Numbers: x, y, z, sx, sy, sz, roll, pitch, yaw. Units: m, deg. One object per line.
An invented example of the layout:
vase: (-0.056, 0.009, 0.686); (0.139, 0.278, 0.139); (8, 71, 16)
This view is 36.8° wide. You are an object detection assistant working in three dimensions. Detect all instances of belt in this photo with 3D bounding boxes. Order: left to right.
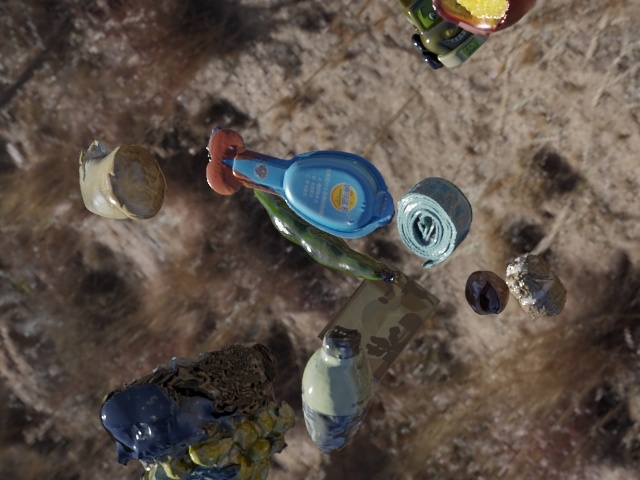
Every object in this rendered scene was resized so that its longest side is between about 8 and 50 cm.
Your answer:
belt: (0.215, -0.041, 1.816); (0.147, 0.082, 0.163); (51, 146, -2)

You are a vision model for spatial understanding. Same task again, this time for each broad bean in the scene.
broad bean: (0.000, 0.001, 1.394); (0.298, 0.043, 0.060); (34, 136, 31)

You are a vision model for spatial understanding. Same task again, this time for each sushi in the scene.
sushi: (-0.241, 0.382, 1.902); (0.329, 0.328, 0.285); (9, -124, -64)

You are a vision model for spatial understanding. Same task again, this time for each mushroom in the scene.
mushroom: (-0.311, -0.093, 1.474); (0.351, 0.095, 0.122); (-161, 69, -65)

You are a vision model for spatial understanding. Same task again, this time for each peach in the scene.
peach: (0.259, -0.431, 1.542); (0.226, 0.196, 0.189); (-16, -102, -60)

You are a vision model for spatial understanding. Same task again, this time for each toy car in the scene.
toy car: (0.273, -0.546, 2.273); (0.198, 0.204, 0.247); (34, -159, -37)

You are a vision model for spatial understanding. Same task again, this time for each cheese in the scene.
cheese: (-0.028, -0.072, 1.179); (0.256, 0.106, 0.037); (18, -160, 17)

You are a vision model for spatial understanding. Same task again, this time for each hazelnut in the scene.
hazelnut: (0.286, 0.088, 1.653); (0.086, 0.086, 0.086); (40, 163, 15)

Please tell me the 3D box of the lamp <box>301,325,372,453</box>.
lamp: (0.022, 0.215, 1.344); (0.101, 0.101, 0.250); (34, 138, 32)

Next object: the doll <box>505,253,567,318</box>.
doll: (0.490, 0.117, 2.154); (0.115, 0.105, 0.221); (39, 173, 43)

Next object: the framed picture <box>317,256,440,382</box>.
framed picture: (0.108, 0.140, 1.729); (0.136, 0.201, 0.010); (37, 154, 8)
